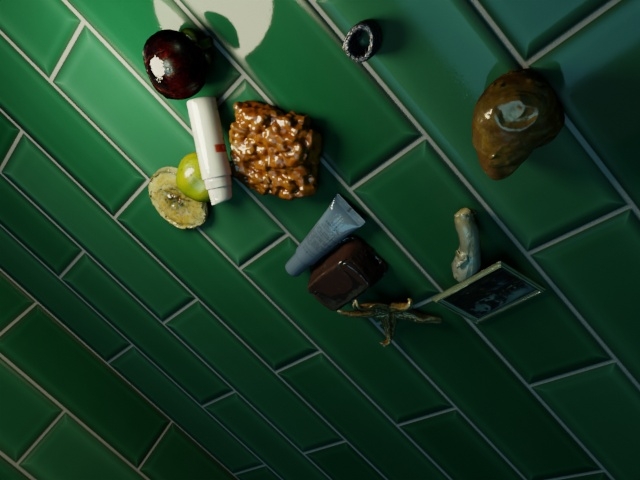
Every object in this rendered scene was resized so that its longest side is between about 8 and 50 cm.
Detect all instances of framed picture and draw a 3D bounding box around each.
[{"bbox_3d":[0.552,0.184,1.853,0.232,0.019,0.296,28,136,-25],"label":"framed picture"}]

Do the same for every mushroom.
[{"bbox_3d":[0.467,0.022,1.784,0.099,0.096,0.278,-11,124,-3],"label":"mushroom"}]

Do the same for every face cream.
[{"bbox_3d":[0.000,0.000,1.997,0.135,0.086,0.385,47,127,4],"label":"face cream"},{"bbox_3d":[-0.358,-0.293,1.853,0.102,0.102,0.345,-7,98,30],"label":"face cream"}]

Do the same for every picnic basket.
[{"bbox_3d":[0.082,0.138,2.028,0.222,0.129,0.297,41,132,-10],"label":"picnic basket"}]

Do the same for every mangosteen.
[{"bbox_3d":[-0.434,-0.543,1.733,0.216,0.216,0.216,13,129,17],"label":"mangosteen"}]

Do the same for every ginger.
[{"bbox_3d":[0.486,-0.303,1.453,0.223,0.200,0.269,43,131,-11],"label":"ginger"}]

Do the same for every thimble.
[{"bbox_3d":[0.118,-0.546,1.539,0.104,0.066,0.095,-33,103,39],"label":"thimble"}]

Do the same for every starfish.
[{"bbox_3d":[0.255,0.281,2.058,0.375,0.094,0.327,-1,143,11],"label":"starfish"}]

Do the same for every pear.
[{"bbox_3d":[-0.400,-0.235,1.964,0.216,0.166,0.180,-31,97,27],"label":"pear"}]

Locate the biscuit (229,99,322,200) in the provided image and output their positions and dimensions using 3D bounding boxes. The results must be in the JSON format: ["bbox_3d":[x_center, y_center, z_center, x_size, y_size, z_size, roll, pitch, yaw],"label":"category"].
[{"bbox_3d":[-0.147,-0.284,1.835,0.318,0.110,0.312,18,129,15],"label":"biscuit"}]

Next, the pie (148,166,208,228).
[{"bbox_3d":[-0.544,-0.159,2.156,0.274,0.055,0.274,13,129,17],"label":"pie"}]
